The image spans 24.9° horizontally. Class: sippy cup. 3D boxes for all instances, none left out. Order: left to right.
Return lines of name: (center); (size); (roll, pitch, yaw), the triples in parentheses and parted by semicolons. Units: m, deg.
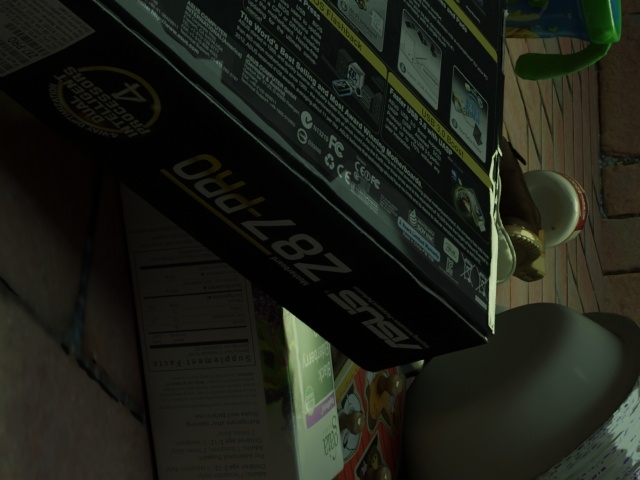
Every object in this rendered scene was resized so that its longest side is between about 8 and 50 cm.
sippy cup: (0.260, -0.355, 1.851); (0.240, 0.224, 0.305); (-26, 110, -72)

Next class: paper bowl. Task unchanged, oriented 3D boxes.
paper bowl: (0.188, 0.168, 1.355); (0.148, 0.284, 0.284); (53, 26, -15)

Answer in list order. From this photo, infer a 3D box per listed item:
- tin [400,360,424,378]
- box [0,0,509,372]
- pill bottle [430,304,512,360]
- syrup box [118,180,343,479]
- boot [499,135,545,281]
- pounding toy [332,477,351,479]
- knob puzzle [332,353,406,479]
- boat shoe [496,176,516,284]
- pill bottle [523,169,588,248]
tin: (0.066, 0.084, 1.389); (0.189, 0.040, 0.106); (0, 89, -74)
box: (-0.039, -0.158, 0.768); (0.395, 0.097, 0.318); (39, 46, -39)
pill bottle: (0.175, 0.185, 1.583); (0.117, 0.117, 0.208); (62, 27, -53)
syrup box: (-0.053, 0.041, 0.880); (0.093, 0.096, 0.237); (-21, 104, -72)
boot: (0.255, -0.058, 2.048); (0.248, 0.090, 0.207); (34, 40, -68)
pounding toy: (0.028, 0.289, 1.106); (0.181, 0.094, 0.206); (42, 54, -74)
knob puzzle: (0.047, 0.174, 1.242); (0.213, 0.030, 0.213); (3, 90, -67)
boat shoe: (0.193, -0.040, 1.856); (0.065, 0.075, 0.206); (26, -40, 57)
pill bottle: (0.356, -0.049, 2.271); (0.221, 0.121, 0.121); (-6, 91, -74)
